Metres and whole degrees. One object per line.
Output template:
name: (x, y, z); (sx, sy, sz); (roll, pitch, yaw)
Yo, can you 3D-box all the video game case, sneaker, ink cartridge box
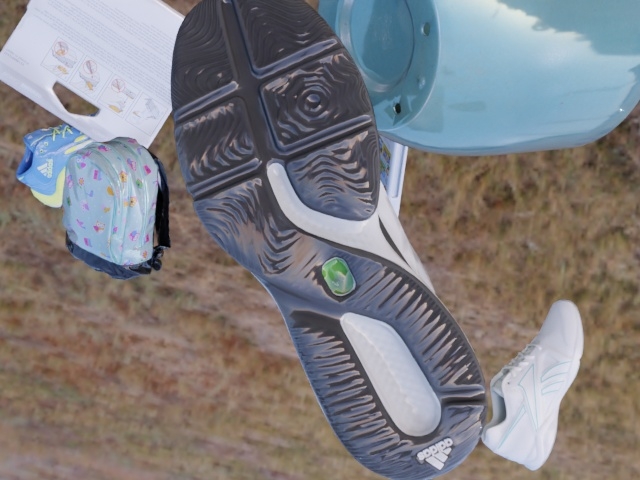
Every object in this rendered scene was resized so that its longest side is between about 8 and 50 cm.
video game case: (0.085, -0.167, 1.507); (0.026, 0.227, 0.206); (-5, 127, -15)
sneaker: (0.186, 0.120, 0.860); (0.061, 0.152, 0.054); (20, 173, -3)
sneaker: (-0.429, -0.168, 1.694); (0.126, 0.240, 0.091); (33, -172, -46)
ink cartridge box: (-0.364, -0.315, 1.671); (0.296, 0.261, 0.066); (33, -172, -10)
sneaker: (-0.001, 0.001, 0.906); (0.169, 0.447, 0.257); (-24, 171, -1)

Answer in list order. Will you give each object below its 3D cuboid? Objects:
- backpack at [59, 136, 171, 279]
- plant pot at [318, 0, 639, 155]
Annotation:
backpack: (-0.283, -0.049, 1.343); (0.152, 0.182, 0.115); (24, -151, 22)
plant pot: (0.141, -0.215, 0.964); (0.235, 0.293, 0.293); (-15, 176, -32)
